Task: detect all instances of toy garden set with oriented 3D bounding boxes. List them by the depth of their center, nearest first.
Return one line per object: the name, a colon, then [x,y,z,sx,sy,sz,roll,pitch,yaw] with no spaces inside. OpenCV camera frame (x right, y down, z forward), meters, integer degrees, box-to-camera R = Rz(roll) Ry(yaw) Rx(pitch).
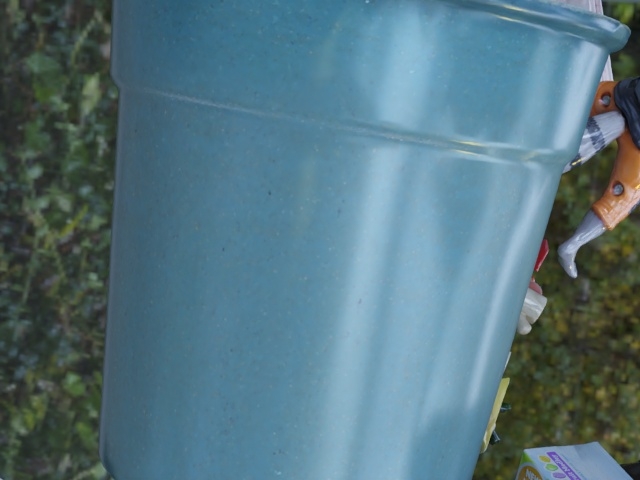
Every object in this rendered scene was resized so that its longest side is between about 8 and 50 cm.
toy garden set: [0.160,0.113,1.026,0.244,0.049,0.204,-59,178,-21]

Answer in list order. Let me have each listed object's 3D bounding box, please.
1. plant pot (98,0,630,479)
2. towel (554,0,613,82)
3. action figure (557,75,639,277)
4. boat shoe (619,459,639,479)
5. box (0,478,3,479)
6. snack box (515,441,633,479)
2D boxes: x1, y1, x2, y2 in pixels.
plant pot: [0.000,0.000,0.739,0.341,0.341,0.334,-9,110,-66]
towel: [0.265,-0.314,1.628,0.053,0.332,0.317,-32,119,-42]
action figure: [0.361,-0.089,1.112,0.178,0.330,0.341,24,41,-52]
boat shoe: [0.314,0.258,1.083,0.190,0.068,0.072,-23,124,-12]
box: [-0.280,0.238,0.872,0.087,0.102,0.101,-48,156,-34]
snack box: [0.181,0.270,0.739,0.070,0.174,0.207,0,116,-23]
